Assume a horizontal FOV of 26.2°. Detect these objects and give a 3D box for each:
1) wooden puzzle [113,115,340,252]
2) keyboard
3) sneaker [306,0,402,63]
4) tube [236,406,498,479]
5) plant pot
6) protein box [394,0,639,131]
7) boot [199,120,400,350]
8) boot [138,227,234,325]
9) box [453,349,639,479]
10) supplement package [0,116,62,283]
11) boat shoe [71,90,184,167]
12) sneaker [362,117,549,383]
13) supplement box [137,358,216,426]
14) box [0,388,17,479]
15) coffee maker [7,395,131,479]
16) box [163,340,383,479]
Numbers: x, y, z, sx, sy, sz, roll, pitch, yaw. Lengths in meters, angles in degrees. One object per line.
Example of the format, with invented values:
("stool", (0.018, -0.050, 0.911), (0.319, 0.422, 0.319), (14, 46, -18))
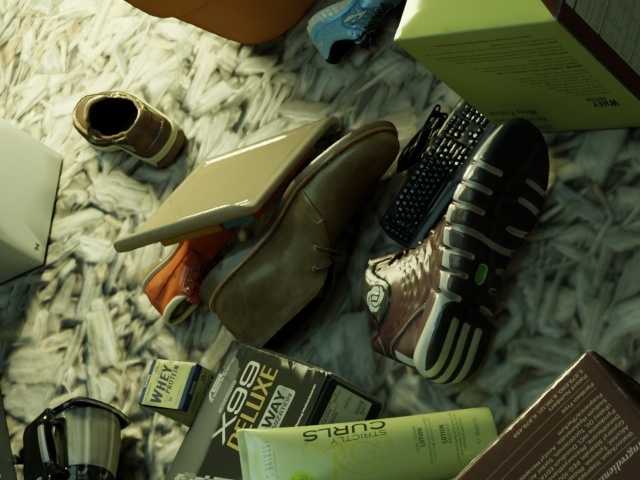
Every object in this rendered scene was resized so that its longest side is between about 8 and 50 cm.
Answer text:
("wooden puzzle", (-0.107, -0.060, 1.649), (0.221, 0.044, 0.239), (-15, 21, 39))
("keyboard", (0.121, -0.089, 1.517), (0.192, 0.038, 0.100), (-56, 39, 0))
("sneaker", (0.060, -0.271, 1.696), (0.162, 0.063, 0.073), (-33, 63, 32))
("tube", (0.045, 0.202, 1.280), (0.240, 0.062, 0.070), (-8, 16, -2))
("plant pot", (-0.120, -0.394, 1.832), (0.291, 0.203, 0.291), (-26, 48, 32))
("protein box", (0.223, -0.214, 1.366), (0.199, 0.201, 0.136), (1, 66, 46))
("boot", (0.000, 0.000, 1.552), (0.305, 0.112, 0.115), (-49, 60, 16))
("boot", (-0.153, 0.035, 1.705), (0.158, 0.059, 0.085), (-46, 48, 19))
("box", (0.244, 0.230, 1.079), (0.167, 0.168, 0.203), (-46, 40, 12))
("supplement package", (-0.555, -0.049, 2.048), (0.262, 0.199, 0.198), (-22, 50, 35))
("boat shoe", (-0.292, -0.178, 1.947), (0.257, 0.095, 0.095), (18, 78, 49))
("sneaker", (0.119, -0.001, 1.411), (0.162, 0.106, 0.281), (10, 73, 51))
("supplement box", (-0.147, 0.178, 1.576), (0.083, 0.083, 0.056), (-1, 65, 45))
("box", (-0.579, 0.275, 1.787), (0.212, 0.293, 0.395), (-42, 42, 17))
("coffee maker", (-0.301, 0.304, 1.645), (0.171, 0.120, 0.178), (-53, 32, 43))
("box", (-0.082, 0.268, 1.418), (0.242, 0.076, 0.307), (11, 73, 63))
